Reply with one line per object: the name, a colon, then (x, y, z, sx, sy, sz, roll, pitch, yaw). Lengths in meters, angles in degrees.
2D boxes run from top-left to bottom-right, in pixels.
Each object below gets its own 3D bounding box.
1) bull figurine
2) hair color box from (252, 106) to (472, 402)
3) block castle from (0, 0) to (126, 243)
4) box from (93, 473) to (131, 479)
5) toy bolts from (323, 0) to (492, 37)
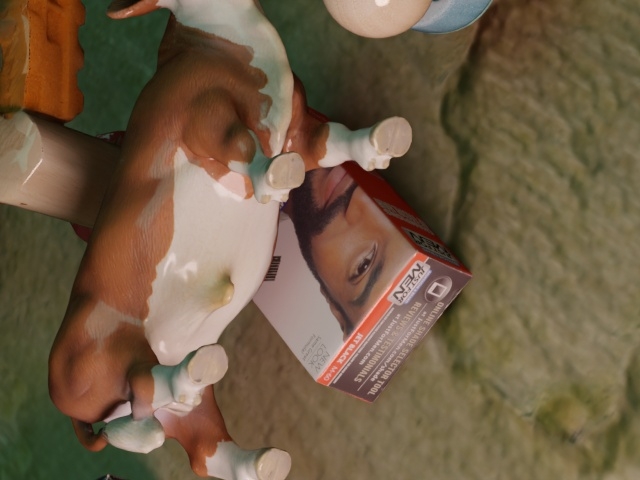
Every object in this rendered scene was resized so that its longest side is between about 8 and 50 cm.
bull figurine: (-0.058, -0.023, 1.020, 0.188, 0.101, 0.310, 31, 108, 53)
hair color box: (0.000, 0.000, 1.079, 0.093, 0.053, 0.167, -53, 47, 13)
block castle: (-0.215, -0.203, 1.249, 0.303, 0.213, 0.453, -5, 79, 30)
box: (-0.156, 0.266, 1.112, 0.175, 0.051, 0.220, -27, 57, 32)
toy bolts: (0.002, -0.202, 1.023, 0.218, 0.158, 0.228, -26, 96, 37)
